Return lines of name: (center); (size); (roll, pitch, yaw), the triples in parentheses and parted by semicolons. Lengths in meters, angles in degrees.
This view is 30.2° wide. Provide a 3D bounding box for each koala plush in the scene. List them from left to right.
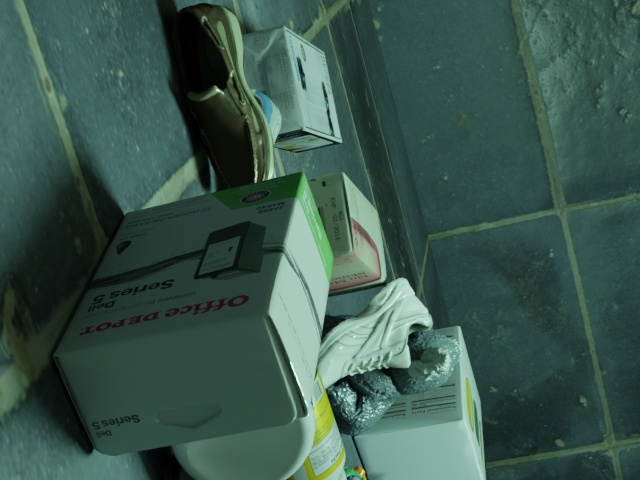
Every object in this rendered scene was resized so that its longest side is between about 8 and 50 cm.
koala plush: (0.121, 0.205, 1.937); (0.196, 0.221, 0.203); (13, 66, -77)

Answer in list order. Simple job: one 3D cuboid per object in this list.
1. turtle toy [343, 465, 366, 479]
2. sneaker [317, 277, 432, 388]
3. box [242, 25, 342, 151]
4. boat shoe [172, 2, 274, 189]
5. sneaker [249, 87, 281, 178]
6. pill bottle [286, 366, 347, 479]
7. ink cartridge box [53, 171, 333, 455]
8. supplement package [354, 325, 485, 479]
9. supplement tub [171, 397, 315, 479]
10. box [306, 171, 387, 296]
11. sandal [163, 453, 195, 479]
turtle toy: (0.044, 0.387, 1.779); (0.130, 0.066, 0.095); (-49, 126, -75)
sneaker: (0.079, 0.163, 1.798); (0.115, 0.232, 0.090); (45, -15, 16)
box: (-0.049, -0.238, 1.913); (0.290, 0.087, 0.169); (2, 77, -78)
boat shoe: (-0.134, -0.174, 1.498); (0.095, 0.095, 0.257); (-6, 78, -64)
sneaker: (-0.101, -0.101, 1.599); (0.086, 0.085, 0.237); (28, 49, -39)
pill bottle: (-0.038, 0.235, 1.430); (0.119, 0.119, 0.208); (-76, 152, -64)
ink cartridge box: (-0.105, 0.060, 1.106); (0.273, 0.198, 0.115); (-80, 155, -61)
supplement package: (0.184, 0.326, 2.163); (0.263, 0.198, 0.199); (-83, 158, -56)
supplement tub: (-0.082, 0.147, 1.221); (0.200, 0.144, 0.144); (-101, 173, -64)
box: (0.000, 0.000, 1.761); (0.232, 0.148, 0.127); (41, 39, -70)
sandal: (-0.120, 0.251, 1.229); (0.179, 0.040, 0.067); (29, 50, -74)
